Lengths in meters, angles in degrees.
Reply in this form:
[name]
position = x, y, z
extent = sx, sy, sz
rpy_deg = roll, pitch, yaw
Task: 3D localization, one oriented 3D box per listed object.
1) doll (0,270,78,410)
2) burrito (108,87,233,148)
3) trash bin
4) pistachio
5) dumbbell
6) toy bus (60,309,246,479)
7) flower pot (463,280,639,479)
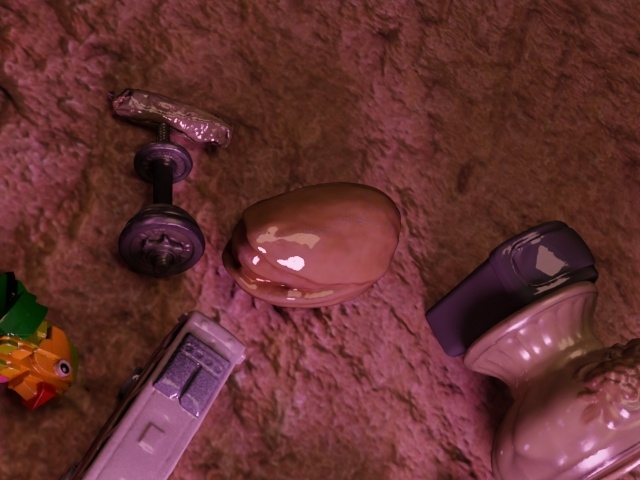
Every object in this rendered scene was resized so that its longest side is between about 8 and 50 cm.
[doll]
position = -0.350, 0.104, 1.382
extent = 0.186, 0.106, 0.134
rpy_deg = 50, 29, -19
[burrito]
position = -0.209, -0.172, 1.721
extent = 0.188, 0.045, 0.058
rpy_deg = 20, 25, -21
[trash bin]
position = 0.282, 0.069, 1.767
extent = 0.176, 0.236, 0.101
rpy_deg = -18, 71, -42
[pistachio]
position = 0.000, 0.000, 1.670
extent = 0.293, 0.162, 0.181
rpy_deg = -18, 55, -38
[dumbbell]
position = -0.206, -0.060, 1.610
extent = 0.110, 0.110, 0.254
rpy_deg = 19, 44, -25
[toy bus]
position = -0.202, 0.223, 1.381
extent = 0.097, 0.138, 0.342
rpy_deg = 37, 47, -6
[flower pot]
position = 0.343, 0.207, 1.668
extent = 0.307, 0.307, 0.244
rpy_deg = -14, 65, -41
